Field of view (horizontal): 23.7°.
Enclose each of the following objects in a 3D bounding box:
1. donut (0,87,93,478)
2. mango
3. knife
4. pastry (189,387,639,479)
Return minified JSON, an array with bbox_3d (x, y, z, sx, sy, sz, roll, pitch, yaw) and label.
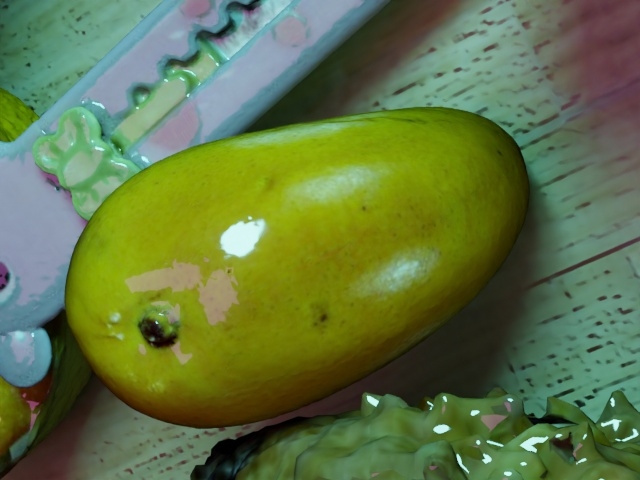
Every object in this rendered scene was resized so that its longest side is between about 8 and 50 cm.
[{"bbox_3d":[-0.179,0.014,0.788,0.152,0.101,0.259,-8,94,28],"label":"donut"},{"bbox_3d":[0.000,0.000,0.629,0.145,0.219,0.112,-8,106,60],"label":"mango"},{"bbox_3d":[-0.043,-0.089,0.675,0.398,0.038,0.132,-40,92,13],"label":"knife"},{"bbox_3d":[0.050,0.216,0.596,0.405,0.292,0.337,20,98,35],"label":"pastry"}]
